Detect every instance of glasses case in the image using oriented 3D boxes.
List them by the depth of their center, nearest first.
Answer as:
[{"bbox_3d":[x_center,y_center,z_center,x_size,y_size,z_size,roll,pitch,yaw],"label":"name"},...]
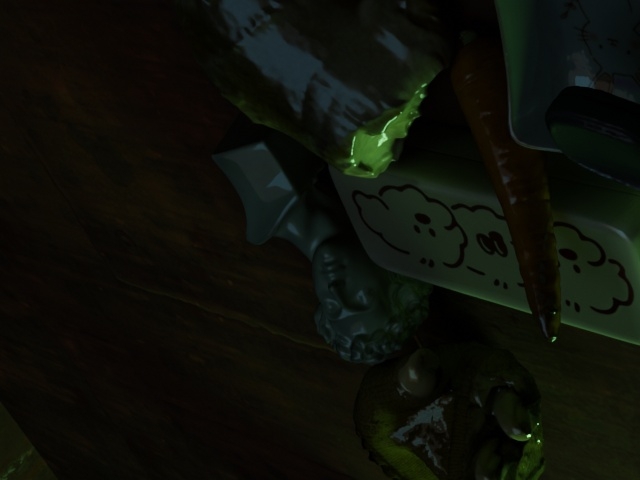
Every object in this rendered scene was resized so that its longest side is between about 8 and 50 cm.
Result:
[{"bbox_3d":[0.161,-0.015,1.260,0.336,0.076,0.144,15,142,44],"label":"glasses case"}]

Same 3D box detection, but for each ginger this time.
[{"bbox_3d":[-0.003,-0.179,1.205,0.221,0.130,0.276,-8,122,45],"label":"ginger"}]

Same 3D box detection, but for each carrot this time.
[{"bbox_3d":[0.153,-0.049,1.131,0.061,0.061,0.257,-36,67,63],"label":"carrot"}]

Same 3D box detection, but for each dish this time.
[{"bbox_3d":[0.198,-0.146,1.016,0.151,0.077,0.212,21,146,35],"label":"dish"}]

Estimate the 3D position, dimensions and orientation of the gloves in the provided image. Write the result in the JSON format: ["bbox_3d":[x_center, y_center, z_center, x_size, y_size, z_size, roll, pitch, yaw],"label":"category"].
[{"bbox_3d":[0.138,0.184,1.494,0.203,0.155,0.356,54,168,-5],"label":"gloves"}]

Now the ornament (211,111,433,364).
[{"bbox_3d":[0.001,-0.009,1.458,0.120,0.130,0.285,-26,100,45],"label":"ornament"}]

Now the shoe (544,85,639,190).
[{"bbox_3d":[0.238,-0.018,0.938,0.241,0.093,0.108,26,169,35],"label":"shoe"}]
